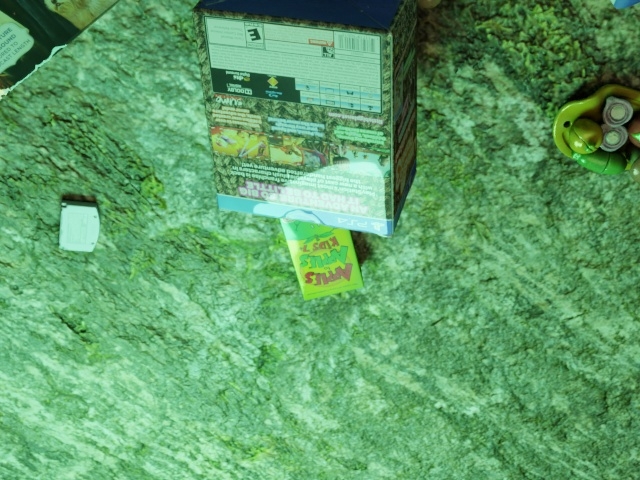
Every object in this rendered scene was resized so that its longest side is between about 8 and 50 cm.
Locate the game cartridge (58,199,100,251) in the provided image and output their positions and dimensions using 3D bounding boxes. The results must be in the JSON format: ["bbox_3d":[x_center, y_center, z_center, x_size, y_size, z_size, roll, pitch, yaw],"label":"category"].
[{"bbox_3d":[-0.336,-0.020,1.571,0.056,0.017,0.083,8,129,-9],"label":"game cartridge"}]

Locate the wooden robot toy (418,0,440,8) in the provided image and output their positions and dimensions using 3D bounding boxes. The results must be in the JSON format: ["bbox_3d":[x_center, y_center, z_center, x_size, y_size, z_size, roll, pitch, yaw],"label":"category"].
[{"bbox_3d":[0.134,-0.318,1.365,0.173,0.076,0.079,-18,165,7],"label":"wooden robot toy"}]

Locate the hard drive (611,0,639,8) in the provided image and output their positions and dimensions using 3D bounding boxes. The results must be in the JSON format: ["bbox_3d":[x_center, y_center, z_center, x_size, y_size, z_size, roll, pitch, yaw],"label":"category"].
[{"bbox_3d":[0.442,-0.388,1.219,0.210,0.040,0.319,-24,161,-9],"label":"hard drive"}]

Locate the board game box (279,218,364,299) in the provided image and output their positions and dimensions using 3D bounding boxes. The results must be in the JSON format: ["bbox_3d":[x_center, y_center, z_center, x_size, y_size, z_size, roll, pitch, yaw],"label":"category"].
[{"bbox_3d":[0.000,0.000,1.615,0.092,0.043,0.181,-13,131,3],"label":"board game box"}]

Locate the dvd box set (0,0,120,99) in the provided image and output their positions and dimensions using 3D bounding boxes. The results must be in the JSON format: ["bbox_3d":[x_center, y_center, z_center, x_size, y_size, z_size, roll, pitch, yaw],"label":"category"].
[{"bbox_3d":[-0.421,-0.363,1.222,0.307,0.062,0.420,-33,130,19],"label":"dvd box set"}]

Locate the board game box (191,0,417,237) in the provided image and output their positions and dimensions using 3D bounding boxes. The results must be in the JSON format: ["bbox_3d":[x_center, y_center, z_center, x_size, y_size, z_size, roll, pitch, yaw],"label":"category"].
[{"bbox_3d":[-0.008,-0.172,1.354,0.232,0.141,0.291,10,132,14],"label":"board game box"}]

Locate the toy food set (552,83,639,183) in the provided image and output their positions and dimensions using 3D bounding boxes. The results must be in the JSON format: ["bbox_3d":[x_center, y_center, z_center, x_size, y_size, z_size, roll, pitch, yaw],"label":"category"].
[{"bbox_3d":[0.428,-0.133,1.542,0.218,0.071,0.128,12,128,-17],"label":"toy food set"}]
